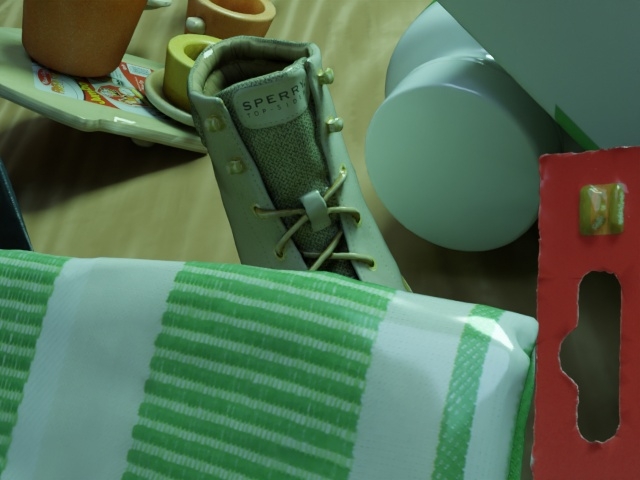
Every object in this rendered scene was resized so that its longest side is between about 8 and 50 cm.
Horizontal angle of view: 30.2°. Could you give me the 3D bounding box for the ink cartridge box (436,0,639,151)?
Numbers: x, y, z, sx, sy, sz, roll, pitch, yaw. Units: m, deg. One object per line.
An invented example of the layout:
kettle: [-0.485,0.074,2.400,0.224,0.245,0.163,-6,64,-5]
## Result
ink cartridge box: [0.224,-0.131,0.599,0.278,0.117,0.201,-26,68,-41]

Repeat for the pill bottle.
pill bottle: [0.121,-0.101,0.699,0.136,0.136,0.246,5,35,29]

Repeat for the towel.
towel: [-0.099,0.122,0.394,0.325,0.038,0.248,2,70,26]

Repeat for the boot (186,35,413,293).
boot: [0.000,0.000,0.548,0.077,0.165,0.213,-21,29,-11]

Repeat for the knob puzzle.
knob puzzle: [-0.191,-0.114,0.888,0.213,0.030,0.213,19,21,-8]

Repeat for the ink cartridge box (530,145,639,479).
ink cartridge box: [0.176,0.034,0.411,0.224,0.056,0.181,-3,73,26]

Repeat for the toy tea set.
toy tea set: [-0.114,-0.220,0.948,0.200,0.124,0.336,18,30,-6]

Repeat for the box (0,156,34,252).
box: [-0.284,-0.022,0.775,0.158,0.093,0.156,-21,30,-12]
